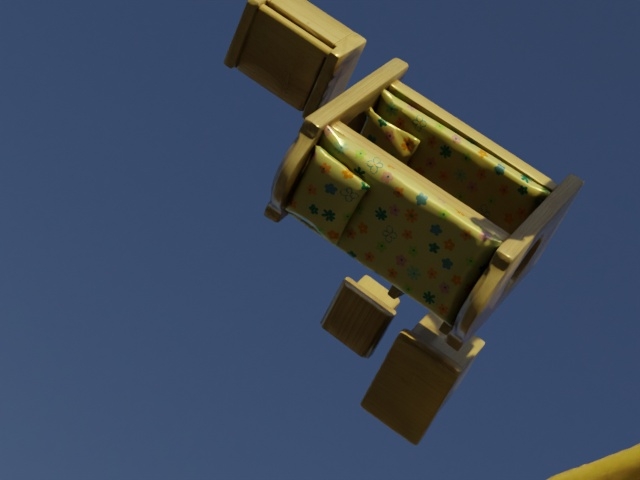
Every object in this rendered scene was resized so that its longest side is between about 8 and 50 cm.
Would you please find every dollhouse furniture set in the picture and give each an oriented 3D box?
[{"bbox_3d":[0.000,0.000,0.685,0.182,0.101,0.161,35,-53,13],"label":"dollhouse furniture set"}]

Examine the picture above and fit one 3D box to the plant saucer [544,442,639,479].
[{"bbox_3d":[0.217,0.222,0.563,0.333,0.333,0.081,-26,-45,24],"label":"plant saucer"}]
